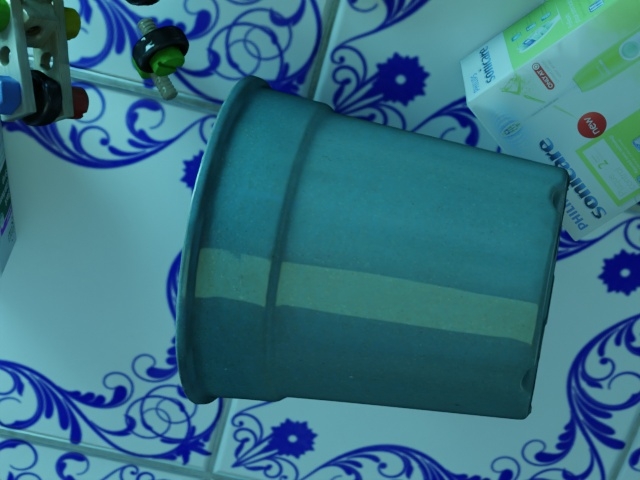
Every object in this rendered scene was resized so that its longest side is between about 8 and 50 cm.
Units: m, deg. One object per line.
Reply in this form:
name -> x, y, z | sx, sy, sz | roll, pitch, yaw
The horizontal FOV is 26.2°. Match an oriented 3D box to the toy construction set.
toy construction set -> -0.296, -0.256, 1.333 | 0.309, 0.237, 0.257 | -21, 162, -27

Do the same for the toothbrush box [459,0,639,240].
toothbrush box -> 0.320, -0.169, 1.429 | 0.283, 0.122, 0.206 | -33, 113, 19

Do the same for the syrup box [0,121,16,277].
syrup box -> -0.400, -0.079, 1.507 | 0.096, 0.093, 0.236 | -1, 118, 1

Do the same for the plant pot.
plant pot -> 0.065, 0.027, 1.376 | 0.334, 0.341, 0.341 | 10, 119, 11
